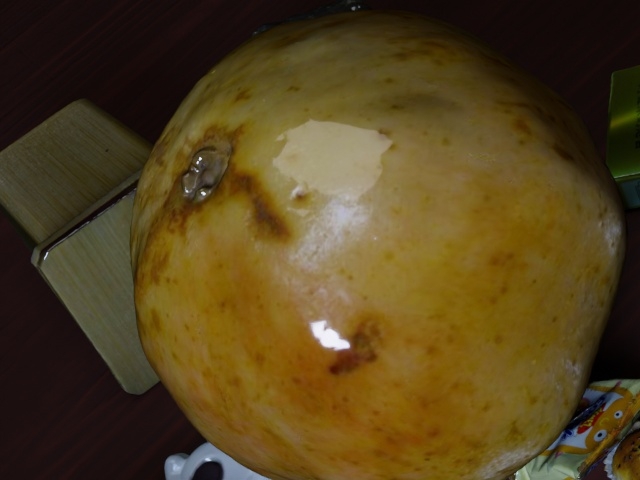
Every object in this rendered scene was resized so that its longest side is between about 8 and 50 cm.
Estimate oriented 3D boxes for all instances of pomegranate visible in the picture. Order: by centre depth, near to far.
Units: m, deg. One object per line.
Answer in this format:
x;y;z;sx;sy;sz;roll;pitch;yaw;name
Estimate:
0.059;0.018;1.220;0.410;0.410;0.410;-18;36;14;pomegranate

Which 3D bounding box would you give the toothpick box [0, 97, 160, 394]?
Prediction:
-0.211;-0.017;1.606;0.187;0.190;0.308;-38;32;-11;toothpick box

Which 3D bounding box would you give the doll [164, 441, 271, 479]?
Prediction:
-0.118;0.235;1.243;0.208;0.144;0.271;-12;23;7;doll

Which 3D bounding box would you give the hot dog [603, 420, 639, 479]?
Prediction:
0.273;0.182;1.125;0.099;0.053;0.192;-34;32;0;hot dog

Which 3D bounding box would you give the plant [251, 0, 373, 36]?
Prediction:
-0.013;-0.171;1.706;0.195;0.129;0.132;-30;32;-8;plant

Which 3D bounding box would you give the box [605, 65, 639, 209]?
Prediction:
0.412;-0.123;1.426;0.311;0.043;0.173;-13;38;22;box

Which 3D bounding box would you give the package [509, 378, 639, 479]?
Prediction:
0.200;0.143;1.203;0.108;0.031;0.121;-46;6;-23;package
